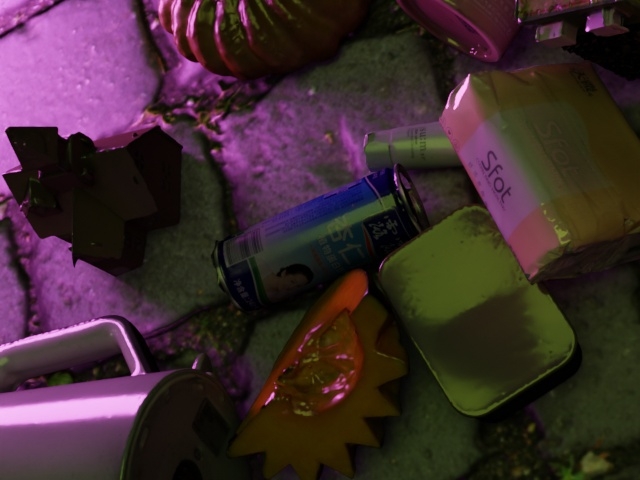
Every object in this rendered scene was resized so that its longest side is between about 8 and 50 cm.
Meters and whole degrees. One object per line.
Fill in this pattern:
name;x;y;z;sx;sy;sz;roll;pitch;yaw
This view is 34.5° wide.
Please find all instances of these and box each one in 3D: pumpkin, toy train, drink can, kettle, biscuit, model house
pumpkin;0.023;0.148;1.119;0.130;0.149;0.254;35;111;-9
toy train;0.302;-0.268;1.043;0.134;0.260;0.178;-3;81;45
drink can;0.000;0.000;1.168;0.235;0.097;0.097;-23;65;14
kettle;-0.286;0.236;1.153;0.376;0.250;0.361;-8;49;24
biscuit;-0.073;-0.362;1.321;0.325;0.107;0.326;-9;66;21
model house;-0.297;-0.067;1.231;0.180;0.248;0.176;-11;69;21

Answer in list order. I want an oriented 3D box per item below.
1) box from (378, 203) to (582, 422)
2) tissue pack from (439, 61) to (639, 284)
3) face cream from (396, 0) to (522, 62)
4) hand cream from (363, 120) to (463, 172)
box;0.169;0.079;1.070;0.144;0.090;0.201;-36;62;9
tissue pack;0.245;-0.076;1.049;0.186;0.090;0.222;-9;62;-27
face cream;0.168;-0.284;1.158;0.149;0.149;0.104;34;89;29
hand cream;0.151;-0.110;1.166;0.204;0.050;0.078;-5;68;17
